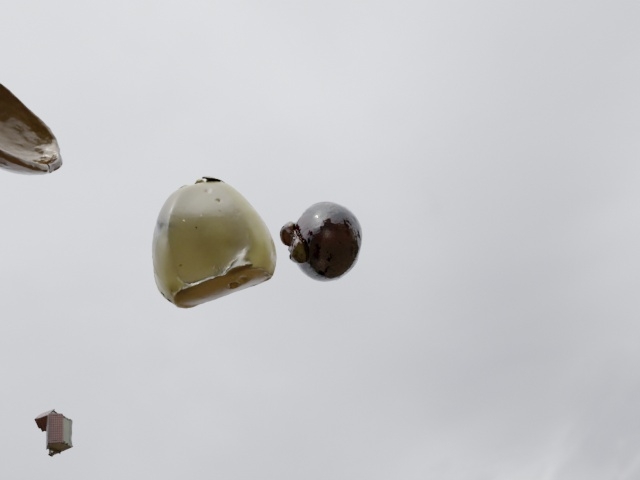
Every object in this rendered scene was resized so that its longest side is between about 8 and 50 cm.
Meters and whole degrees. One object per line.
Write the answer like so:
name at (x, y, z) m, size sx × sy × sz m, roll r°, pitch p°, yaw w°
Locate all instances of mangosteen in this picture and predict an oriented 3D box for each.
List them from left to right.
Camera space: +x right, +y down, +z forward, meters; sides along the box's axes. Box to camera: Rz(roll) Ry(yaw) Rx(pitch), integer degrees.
mangosteen at (0.000, 0.000, 0.867) m, size 0.152 × 0.152 × 0.153 m, roll -13°, pitch -52°, yaw -16°

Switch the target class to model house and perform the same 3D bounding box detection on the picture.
model house at (-0.503, 0.353, 0.900) m, size 0.057 × 0.083 × 0.058 m, roll -22°, pitch -37°, yaw -3°

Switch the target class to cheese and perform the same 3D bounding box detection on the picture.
cheese at (-0.251, -0.013, 1.057) m, size 0.259 × 0.316 × 0.128 m, roll -17°, pitch -30°, yaw -16°

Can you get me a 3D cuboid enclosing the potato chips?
potato chips at (-0.467, -0.161, 0.663) m, size 0.061 × 0.195 × 0.208 m, roll -39°, pitch -30°, yaw 13°
